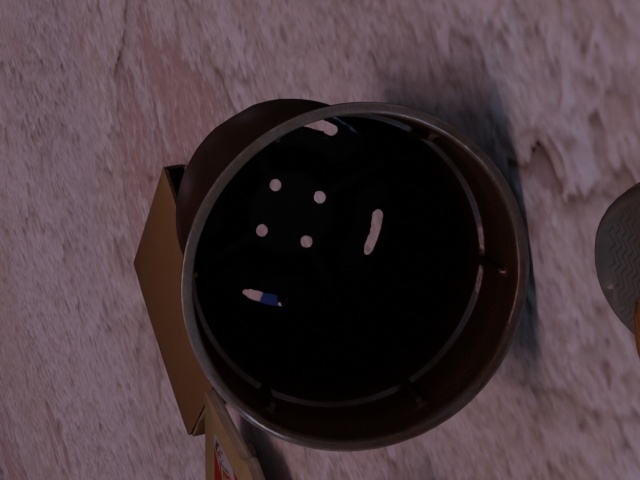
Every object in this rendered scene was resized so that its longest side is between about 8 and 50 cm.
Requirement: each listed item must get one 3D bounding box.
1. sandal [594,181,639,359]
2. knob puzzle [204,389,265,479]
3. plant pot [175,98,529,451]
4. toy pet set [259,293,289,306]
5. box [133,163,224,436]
[{"bbox_3d":[0.150,0.045,0.689,0.219,0.060,0.090,-127,29,-51],"label":"sandal"},{"bbox_3d":[-0.042,0.233,1.478,0.213,0.030,0.213,167,90,-72],"label":"knob puzzle"},{"bbox_3d":[0.000,0.000,0.980,0.165,0.167,0.167,-134,34,-72],"label":"plant pot"},{"bbox_3d":[-0.009,0.020,1.154,0.114,0.065,0.122,114,139,-63],"label":"toy pet set"},{"bbox_3d":[-0.106,0.051,1.554,0.201,0.021,0.164,117,136,-65],"label":"box"}]
